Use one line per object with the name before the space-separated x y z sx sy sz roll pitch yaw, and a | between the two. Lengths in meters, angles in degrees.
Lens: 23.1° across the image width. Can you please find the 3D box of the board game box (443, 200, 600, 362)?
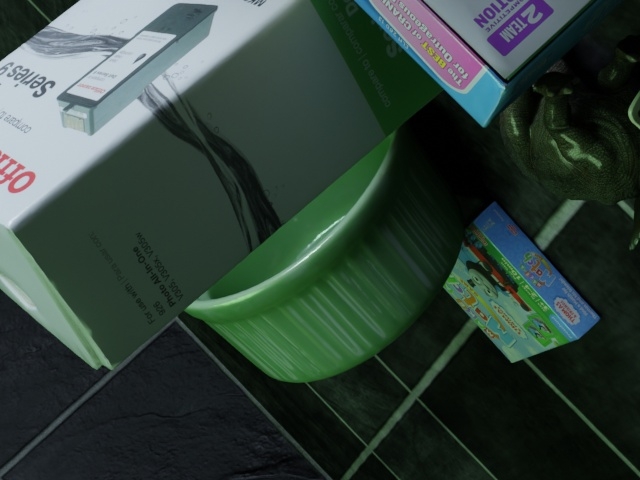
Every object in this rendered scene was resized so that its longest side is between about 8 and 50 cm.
board game box | 0.195 0.049 1.659 0.160 0.039 0.211 48 165 1

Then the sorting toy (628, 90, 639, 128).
sorting toy | 0.253 -0.095 1.092 0.083 0.075 0.045 52 164 -12

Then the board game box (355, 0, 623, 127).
board game box | 0.069 -0.257 0.886 0.316 0.242 0.064 46 166 8

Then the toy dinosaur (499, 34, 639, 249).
toy dinosaur | 0.188 -0.088 1.206 0.313 0.121 0.160 27 141 43

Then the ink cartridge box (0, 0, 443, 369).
ink cartridge box | -0.094 -0.080 0.979 0.211 0.289 0.121 27 153 53

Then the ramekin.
ramekin | 0.000 0.000 1.598 0.148 0.303 0.303 48 166 -27
